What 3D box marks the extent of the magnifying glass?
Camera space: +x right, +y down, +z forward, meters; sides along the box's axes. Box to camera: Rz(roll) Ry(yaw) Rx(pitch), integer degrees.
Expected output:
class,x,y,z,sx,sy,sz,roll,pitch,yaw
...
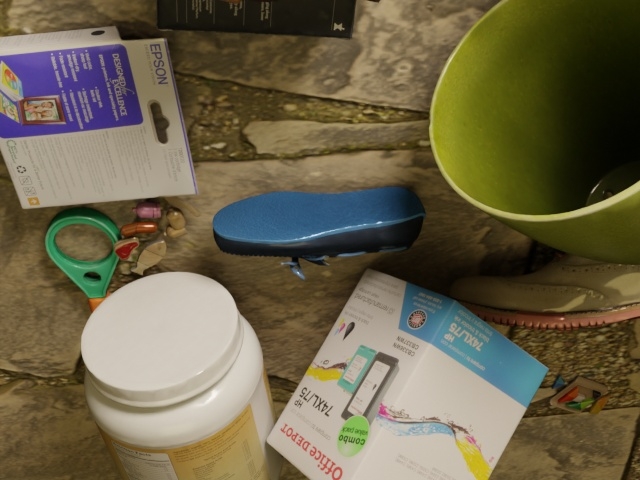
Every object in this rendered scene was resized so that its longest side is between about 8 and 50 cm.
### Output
class,x,y,z,sx,sy,sz,roll,pitch,yaw
magnifying glass,-0.296,0.053,1.068,0.092,0.026,0.231,-3,132,-3

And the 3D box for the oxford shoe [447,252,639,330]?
class,x,y,z,sx,sy,sz,roll,pitch,yaw
oxford shoe,0.359,0.043,1.076,0.397,0.140,0.146,-3,88,11

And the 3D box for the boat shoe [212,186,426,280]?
class,x,y,z,sx,sy,sz,roll,pitch,yaw
boat shoe,0.000,0.000,0.996,0.258,0.109,0.089,-1,135,-2

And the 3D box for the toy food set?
class,x,y,z,sx,sy,sz,roll,pitch,yaw
toy food set,-0.210,-0.014,1.012,0.122,0.019,0.078,-39,131,17

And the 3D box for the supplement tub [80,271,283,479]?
class,x,y,z,sx,sy,sz,roll,pitch,yaw
supplement tub,-0.178,0.219,1.089,0.228,0.228,0.316,-7,131,1

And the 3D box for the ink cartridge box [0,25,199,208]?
class,x,y,z,sx,sy,sz,roll,pitch,yaw
ink cartridge box,-0.250,-0.130,0.896,0.208,0.045,0.206,-4,131,0

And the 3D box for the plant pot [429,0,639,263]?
class,x,y,z,sx,sy,sz,roll,pitch,yaw
plant pot,0.305,-0.088,0.867,0.275,0.275,0.293,-32,142,21

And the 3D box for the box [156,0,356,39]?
class,x,y,z,sx,sy,sz,roll,pitch,yaw
box,-0.051,-0.318,0.712,0.184,0.103,0.261,3,130,-5

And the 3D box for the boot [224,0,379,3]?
class,x,y,z,sx,sy,sz,roll,pitch,yaw
boot,-0.024,-0.303,0.627,0.207,0.090,0.248,-4,131,-19

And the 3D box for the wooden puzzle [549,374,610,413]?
class,x,y,z,sx,sy,sz,roll,pitch,yaw
wooden puzzle,0.417,0.251,1.315,0.116,0.014,0.078,15,128,-17

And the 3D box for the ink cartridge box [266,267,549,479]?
class,x,y,z,sx,sy,sz,roll,pitch,yaw
ink cartridge box,0.108,0.213,1.050,0.197,0.198,0.270,35,81,-30
